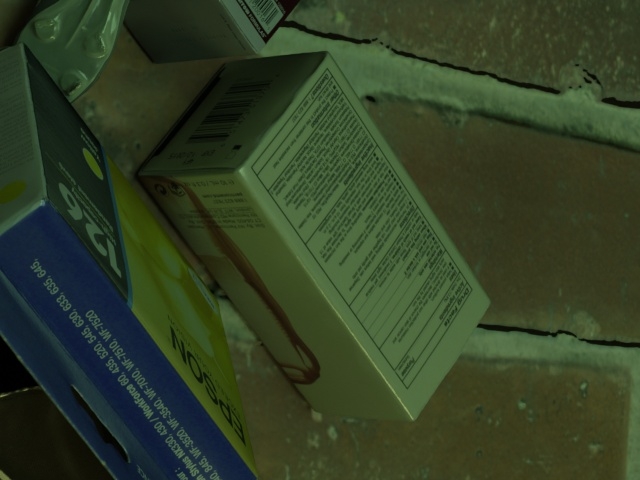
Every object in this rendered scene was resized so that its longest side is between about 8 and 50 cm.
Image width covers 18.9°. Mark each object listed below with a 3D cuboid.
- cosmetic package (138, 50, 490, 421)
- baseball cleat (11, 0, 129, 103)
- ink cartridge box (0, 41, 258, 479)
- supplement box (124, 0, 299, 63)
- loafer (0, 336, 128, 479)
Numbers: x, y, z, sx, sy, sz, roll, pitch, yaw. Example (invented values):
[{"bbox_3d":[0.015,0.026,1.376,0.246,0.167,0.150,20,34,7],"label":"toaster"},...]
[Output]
[{"bbox_3d":[0.000,0.000,1.629,0.153,0.129,0.296,-54,124,-31],"label":"cosmetic package"},{"bbox_3d":[-0.177,-0.190,1.490,0.072,0.109,0.206,31,98,-10],"label":"baseball cleat"},{"bbox_3d":[-0.146,0.048,1.380,0.072,0.307,0.303,-29,126,5],"label":"ink cartridge box"},{"bbox_3d":[-0.049,-0.252,1.574,0.073,0.130,0.239,55,55,-30],"label":"supplement box"},{"bbox_3d":[-0.230,0.117,1.402,0.134,0.130,0.366,-53,124,-30],"label":"loafer"}]
